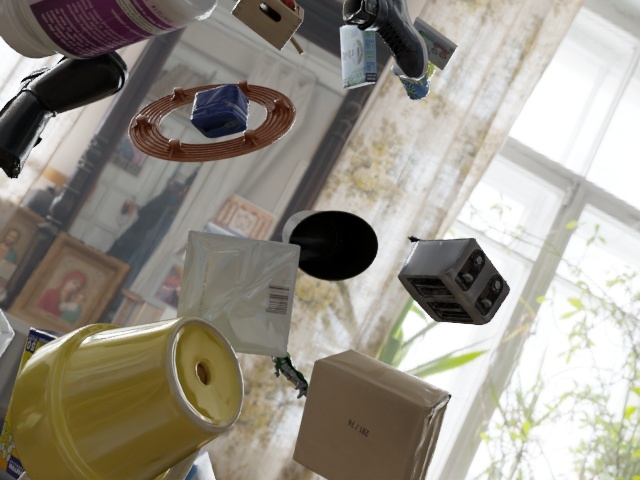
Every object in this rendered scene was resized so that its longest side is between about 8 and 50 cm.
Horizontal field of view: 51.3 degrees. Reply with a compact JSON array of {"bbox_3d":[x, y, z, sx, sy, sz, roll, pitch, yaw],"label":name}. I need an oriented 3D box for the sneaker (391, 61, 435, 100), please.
[{"bbox_3d":[0.306,-0.515,2.165,0.091,0.126,0.240,12,19,35],"label":"sneaker"}]

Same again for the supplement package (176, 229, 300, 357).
[{"bbox_3d":[-0.158,0.099,1.258,0.198,0.199,0.263,8,-5,-8],"label":"supplement package"}]

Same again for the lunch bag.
[{"bbox_3d":[-0.173,-0.213,1.127,0.098,0.065,0.067,-10,-29,25],"label":"lunch bag"}]

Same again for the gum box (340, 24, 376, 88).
[{"bbox_3d":[0.112,-0.556,1.991,0.041,0.184,0.157,-7,8,-23],"label":"gum box"}]

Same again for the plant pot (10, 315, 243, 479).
[{"bbox_3d":[-0.248,0.221,0.933,0.239,0.254,0.254,-24,-36,21],"label":"plant pot"}]

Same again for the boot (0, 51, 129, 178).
[{"bbox_3d":[-0.431,-0.195,1.047,0.246,0.207,0.094,-6,-41,32],"label":"boot"}]

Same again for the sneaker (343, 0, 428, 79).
[{"bbox_3d":[0.136,-0.446,1.435,0.163,0.226,0.086,-20,-3,-44],"label":"sneaker"}]

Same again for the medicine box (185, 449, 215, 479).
[{"bbox_3d":[-0.301,0.569,1.211,0.149,0.263,0.289,90,-19,-80],"label":"medicine box"}]

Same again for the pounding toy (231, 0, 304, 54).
[{"bbox_3d":[-0.086,-0.497,1.463,0.181,0.094,0.206,34,24,-18],"label":"pounding toy"}]

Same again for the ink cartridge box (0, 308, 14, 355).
[{"bbox_3d":[-0.622,0.178,1.105,0.181,0.104,0.061,-9,-58,8],"label":"ink cartridge box"}]

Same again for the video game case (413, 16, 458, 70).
[{"bbox_3d":[0.344,-0.612,2.084,0.157,0.019,0.143,37,-14,3],"label":"video game case"}]

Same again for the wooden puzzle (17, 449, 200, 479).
[{"bbox_3d":[-0.330,0.358,1.064,0.221,0.044,0.238,22,33,3],"label":"wooden puzzle"}]

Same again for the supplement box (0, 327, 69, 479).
[{"bbox_3d":[-0.673,0.428,1.733,0.194,0.356,0.195,5,-11,43],"label":"supplement box"}]

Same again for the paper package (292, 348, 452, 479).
[{"bbox_3d":[0.125,0.473,1.685,0.325,0.309,0.168,20,12,31],"label":"paper package"}]

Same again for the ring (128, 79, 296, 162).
[{"bbox_3d":[-0.217,-0.252,1.338,0.336,0.336,0.032,21,-46,30],"label":"ring"}]

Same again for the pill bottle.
[{"bbox_3d":[-0.306,-0.349,0.920,0.301,0.169,0.169,-9,-27,25],"label":"pill bottle"}]

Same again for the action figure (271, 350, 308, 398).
[{"bbox_3d":[-0.113,0.361,1.966,0.232,0.063,0.137,46,-27,40],"label":"action figure"}]

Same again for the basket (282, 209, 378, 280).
[{"bbox_3d":[0.000,0.000,1.544,0.204,0.154,0.227,3,5,-16],"label":"basket"}]

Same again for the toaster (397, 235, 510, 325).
[{"bbox_3d":[0.268,0.080,1.380,0.186,0.110,0.168,-3,-46,52],"label":"toaster"}]
